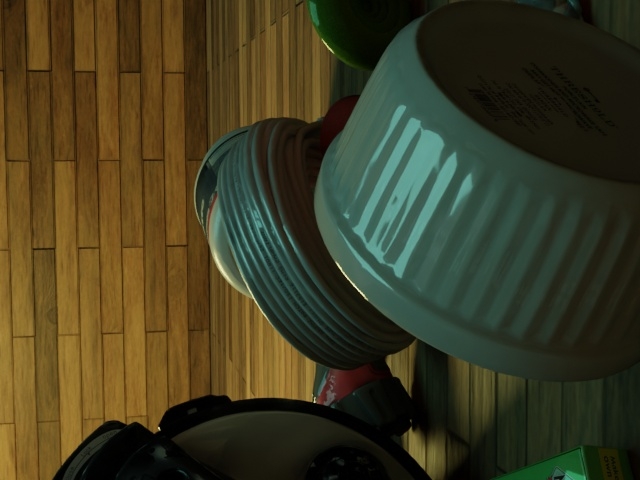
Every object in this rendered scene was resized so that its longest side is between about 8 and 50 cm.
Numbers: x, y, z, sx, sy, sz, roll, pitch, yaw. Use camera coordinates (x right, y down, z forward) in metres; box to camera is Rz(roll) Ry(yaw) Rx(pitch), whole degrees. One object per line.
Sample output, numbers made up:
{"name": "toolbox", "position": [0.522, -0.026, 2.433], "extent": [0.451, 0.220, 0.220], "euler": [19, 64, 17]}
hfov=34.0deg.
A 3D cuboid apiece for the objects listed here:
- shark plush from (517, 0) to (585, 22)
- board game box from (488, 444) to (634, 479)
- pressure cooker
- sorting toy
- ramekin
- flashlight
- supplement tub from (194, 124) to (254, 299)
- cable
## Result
{"name": "shark plush", "position": [0.141, -0.145, 0.690], "extent": [0.073, 0.067, 0.161], "euler": [135, 132, -74]}
{"name": "board game box", "position": [0.132, 0.310, 0.647], "extent": [0.213, 0.046, 0.317], "euler": [-35, 52, 46]}
{"name": "pressure cooker", "position": [-0.059, 0.343, 0.955], "extent": [0.420, 0.370, 0.375], "euler": [109, 157, -57]}
{"name": "sorting toy", "position": [0.072, -0.217, 0.993], "extent": [0.126, 0.127, 0.365], "euler": [-20, 71, 51]}
{"name": "ramekin", "position": [0.110, -0.038, 0.550], "extent": [0.207, 0.207, 0.109], "euler": [-104, 26, -46]}
{"name": "flashlight", "position": [-0.012, 0.086, 1.129], "extent": [0.304, 0.103, 0.103], "euler": [57, 159, 23]}
{"name": "supplement tub", "position": [-0.063, -0.044, 1.361], "extent": [0.272, 0.191, 0.191], "euler": [-126, 37, -69]}
{"name": "cable", "position": [0.000, 0.000, 1.003], "extent": [0.257, 0.089, 0.257], "euler": [-1, -117, -65]}
